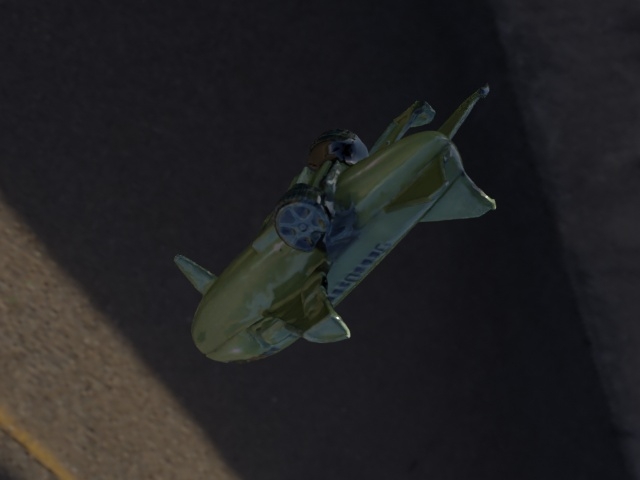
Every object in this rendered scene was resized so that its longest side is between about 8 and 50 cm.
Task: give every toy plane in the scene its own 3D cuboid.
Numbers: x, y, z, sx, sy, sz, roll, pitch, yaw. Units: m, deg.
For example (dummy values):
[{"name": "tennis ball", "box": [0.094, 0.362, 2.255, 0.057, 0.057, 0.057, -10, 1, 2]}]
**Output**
[{"name": "toy plane", "box": [0.000, 0.000, 0.394, 0.111, 0.040, 0.102, -33, -164, 34]}]
